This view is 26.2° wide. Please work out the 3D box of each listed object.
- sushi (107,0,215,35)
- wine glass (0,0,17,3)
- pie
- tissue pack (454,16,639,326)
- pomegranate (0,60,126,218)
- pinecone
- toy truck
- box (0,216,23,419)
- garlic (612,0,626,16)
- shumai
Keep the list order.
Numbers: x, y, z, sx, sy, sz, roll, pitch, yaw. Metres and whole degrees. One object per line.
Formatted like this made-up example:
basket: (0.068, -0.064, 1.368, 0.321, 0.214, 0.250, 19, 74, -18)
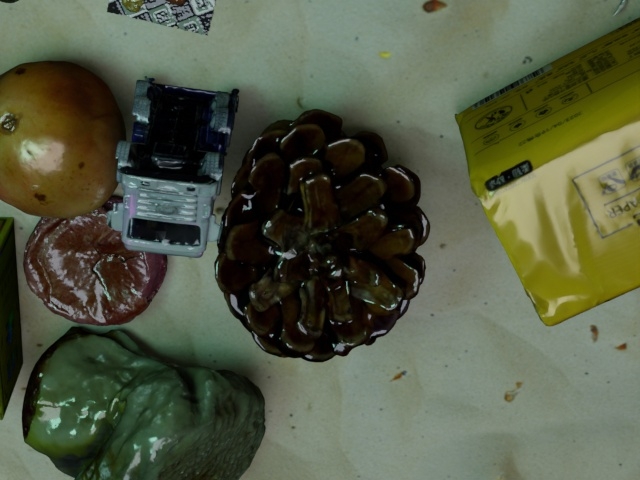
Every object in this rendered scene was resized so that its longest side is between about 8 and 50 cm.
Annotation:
sushi: (-0.177, -0.302, 1.588, 0.126, 0.026, 0.120, 11, 115, -7)
wine glass: (-0.490, -0.233, 1.513, 0.323, 0.238, 0.238, -37, 111, 18)
pie: (-0.284, 0.027, 1.736, 0.182, 0.049, 0.182, -1, 111, -2)
tissue pack: (0.367, -0.107, 1.548, 0.382, 0.293, 0.228, -27, 108, 12)
pomegranate: (-0.315, -0.114, 1.593, 0.191, 0.191, 0.191, 0, 116, -1)
pinecone: (0.006, 0.001, 1.597, 0.242, 0.296, 0.298, 3, 106, 2)
toy truck: (-0.166, -0.074, 1.568, 0.124, 0.268, 0.155, 7, 118, -3)
box: (-0.418, 0.097, 1.718, 0.064, 0.141, 0.220, 0, 117, -1)
garlic: (0.344, -0.384, 1.530, 0.148, 0.128, 0.266, 32, 123, -2)
shumai: (-0.245, 0.229, 1.789, 0.263, 0.304, 0.309, 42, 115, 18)
